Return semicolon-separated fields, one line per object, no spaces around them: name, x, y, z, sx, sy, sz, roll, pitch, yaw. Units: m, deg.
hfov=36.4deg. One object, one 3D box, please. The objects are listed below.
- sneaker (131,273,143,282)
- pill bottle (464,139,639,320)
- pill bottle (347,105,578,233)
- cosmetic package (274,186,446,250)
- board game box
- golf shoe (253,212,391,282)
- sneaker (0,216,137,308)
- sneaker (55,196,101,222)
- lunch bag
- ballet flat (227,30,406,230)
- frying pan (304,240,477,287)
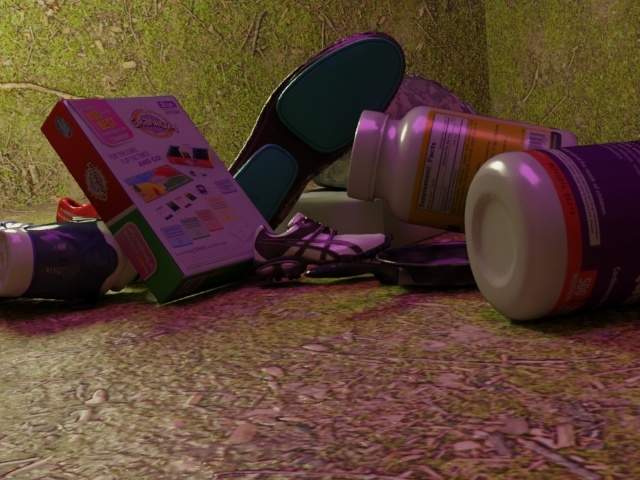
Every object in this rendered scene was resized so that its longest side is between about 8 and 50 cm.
sneaker;-0.284;-0.035;1.565;0.086;0.229;0.132;39;-27;-26
pill bottle;0.335;-0.019;1.071;0.322;0.182;0.181;-7;8;-16
pill bottle;0.217;-0.106;1.522;0.333;0.188;0.188;11;10;7
cosmetic package;0.087;-0.053;1.823;0.284;0.098;0.377;4;10;32
board game box;-0.222;-0.072;1.413;0.064;0.317;0.242;-45;-17;30
golf shoe;0.000;0.000;1.376;0.198;0.094;0.077;-10;-8;-5
sneaker;-0.392;0.029;1.425;0.236;0.130;0.322;0;0;-37
sneaker;-0.445;-0.062;2.105;0.278;0.118;0.107;-3;8;8
lunch bag;0.125;-0.201;1.837;0.305;0.213;0.256;-11;28;-38
ballet flat;-0.054;-0.159;1.645;0.483;0.164;0.182;-50;11;-5
frying pan;0.142;0.037;1.252;0.197;0.053;0.326;0;9;29
